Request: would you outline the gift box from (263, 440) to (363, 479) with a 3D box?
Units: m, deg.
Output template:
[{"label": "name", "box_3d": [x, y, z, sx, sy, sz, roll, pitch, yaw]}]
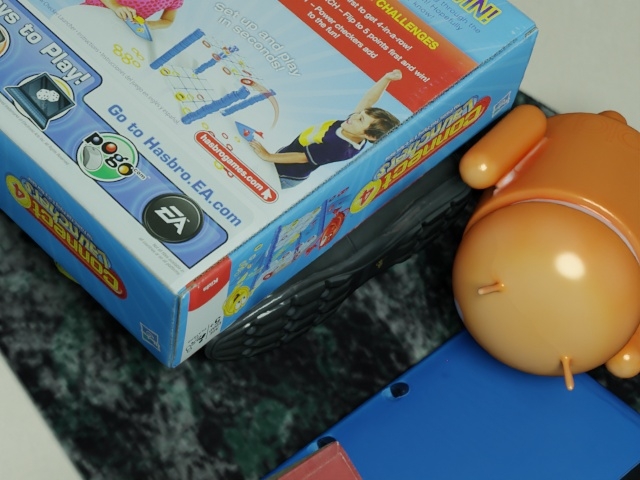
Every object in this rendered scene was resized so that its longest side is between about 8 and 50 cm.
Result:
[{"label": "gift box", "box_3d": [-0.091, 0.275, 0.920, 0.276, 0.258, 0.255, -23, 82, -42]}]

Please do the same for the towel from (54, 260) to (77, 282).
[{"label": "towel", "box_3d": [-0.058, -0.043, 1.159, 0.102, 0.021, 0.237, 24, 56, 31]}]

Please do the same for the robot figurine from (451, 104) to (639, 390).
[{"label": "robot figurine", "box_3d": [0.157, 0.000, 1.173, 0.128, 0.158, 0.219, 10, 37, 16]}]

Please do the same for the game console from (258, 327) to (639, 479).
[{"label": "game console", "box_3d": [0.106, 0.230, 1.141, 0.293, 0.173, 0.250, -33, 116, -29]}]

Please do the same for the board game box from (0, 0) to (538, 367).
[{"label": "board game box", "box_3d": [-0.082, -0.122, 1.121, 0.302, 0.086, 0.308, -37, 67, -28]}]

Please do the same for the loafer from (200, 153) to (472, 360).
[{"label": "loafer", "box_3d": [0.000, 0.000, 1.170, 0.223, 0.076, 0.078, -34, 71, -26]}]
